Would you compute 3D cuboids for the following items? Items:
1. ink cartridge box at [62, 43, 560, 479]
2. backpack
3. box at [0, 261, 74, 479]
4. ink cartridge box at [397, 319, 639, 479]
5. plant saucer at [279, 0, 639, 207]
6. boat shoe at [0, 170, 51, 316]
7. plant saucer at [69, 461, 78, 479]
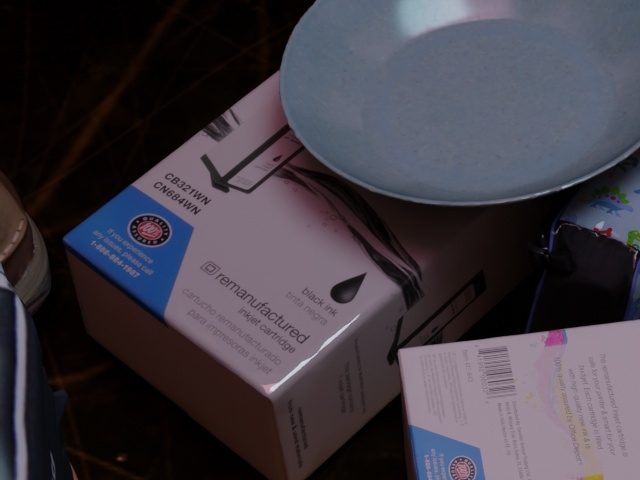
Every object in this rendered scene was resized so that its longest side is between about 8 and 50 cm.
[{"bbox_3d":[0.000,0.000,0.969,0.148,0.086,0.203,34,61,30],"label":"ink cartridge box"},{"bbox_3d":[0.152,0.006,0.938,0.084,0.105,0.114,21,52,15],"label":"backpack"},{"bbox_3d":[-0.269,0.278,0.514,0.479,0.472,0.297,-6,51,1],"label":"box"},{"bbox_3d":[0.111,0.100,0.870,0.143,0.090,0.092,-6,50,0],"label":"ink cartridge box"},{"bbox_3d":[0.079,-0.075,0.936,0.195,0.037,0.195,-6,46,7],"label":"plant saucer"},{"bbox_3d":[-0.264,-0.069,1.035,0.324,0.116,0.123,32,60,28],"label":"boat shoe"},{"bbox_3d":[-0.202,0.152,0.896,0.200,0.037,0.200,-3,51,4],"label":"plant saucer"}]
